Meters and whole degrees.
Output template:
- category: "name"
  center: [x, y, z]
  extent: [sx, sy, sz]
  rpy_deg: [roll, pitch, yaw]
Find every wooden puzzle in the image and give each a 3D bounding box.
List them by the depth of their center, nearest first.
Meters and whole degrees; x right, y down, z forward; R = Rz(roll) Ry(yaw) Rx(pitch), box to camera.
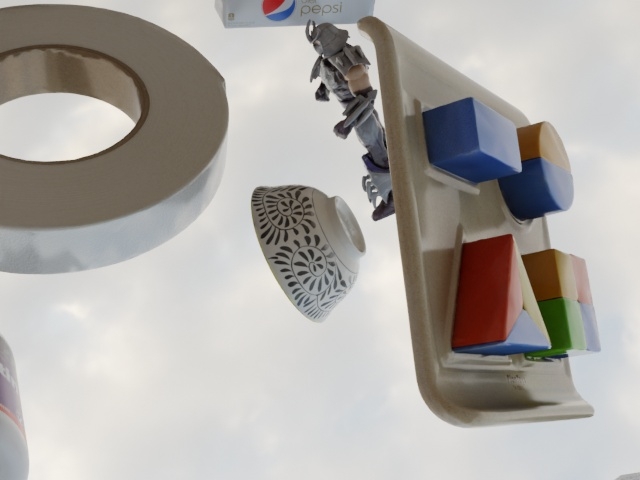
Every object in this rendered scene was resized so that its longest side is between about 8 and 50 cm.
- category: "wooden puzzle"
  center: [0.166, -0.012, 0.856]
  extent: [0.080, 0.322, 0.347]
  rpy_deg: [-19, -107, 30]

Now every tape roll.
- category: "tape roll"
  center: [-0.292, -0.127, 1.050]
  extent: [0.392, 0.072, 0.392]
  rpy_deg: [5, -134, -5]

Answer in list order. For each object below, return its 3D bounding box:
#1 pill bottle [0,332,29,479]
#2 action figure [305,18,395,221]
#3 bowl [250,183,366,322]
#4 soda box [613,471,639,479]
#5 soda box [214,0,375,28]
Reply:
- category: "pill bottle"
  center: [-0.452, 0.200, 1.138]
  extent: [0.181, 0.181, 0.323]
  rpy_deg: [-24, -151, -11]
- category: "action figure"
  center: [0.050, -0.171, 1.268]
  extent: [0.099, 0.285, 0.185]
  rpy_deg: [-25, -148, 10]
- category: "bowl"
  center: [0.000, 0.000, 1.065]
  extent: [0.080, 0.170, 0.170]
  rpy_deg: [-25, -146, 17]
- category: "soda box"
  center: [0.455, 0.327, 1.151]
  extent: [0.098, 0.091, 0.286]
  rpy_deg: [-20, 172, -34]
- category: "soda box"
  center: [-0.035, -0.343, 1.326]
  extent: [0.216, 0.069, 0.074]
  rpy_deg: [-6, -143, -15]
